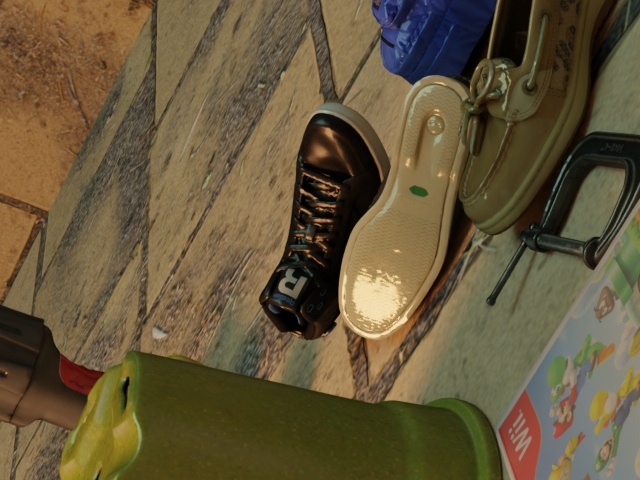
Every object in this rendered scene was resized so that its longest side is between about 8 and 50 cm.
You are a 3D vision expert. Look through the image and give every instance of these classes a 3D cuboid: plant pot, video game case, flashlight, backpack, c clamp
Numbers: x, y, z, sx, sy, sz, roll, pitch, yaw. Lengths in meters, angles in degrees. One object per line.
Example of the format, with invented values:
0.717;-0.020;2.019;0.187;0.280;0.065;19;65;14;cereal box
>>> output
-0.051;0.201;1.264;0.276;0.254;0.276;-56;20;33;plant pot
0.199;0.062;1.066;0.285;0.025;0.204;-61;19;23;video game case
-0.174;0.138;1.628;0.103;0.304;0.103;-60;18;22;flashlight
0.095;-0.195;1.570;0.098;0.101;0.120;-106;37;-74;backpack
0.178;-0.013;1.235;0.137;0.022;0.161;-65;15;-8;c clamp

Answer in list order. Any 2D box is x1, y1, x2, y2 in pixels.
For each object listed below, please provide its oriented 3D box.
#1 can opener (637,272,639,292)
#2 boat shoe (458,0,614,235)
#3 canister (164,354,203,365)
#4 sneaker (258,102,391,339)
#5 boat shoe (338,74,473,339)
0.242;-0.085;0.965;0.074;0.093;0.280;-3;58;59;can opener
0.151;-0.144;1.345;0.104;0.089;0.285;-19;50;68;boat shoe
-0.147;0.196;1.870;0.126;0.073;0.170;-66;16;7;canister
0.000;0.000;1.506;0.121;0.079;0.217;-51;-29;-38;sneaker
0.084;-0.025;1.470;0.079;0.084;0.233;-18;-48;-62;boat shoe
